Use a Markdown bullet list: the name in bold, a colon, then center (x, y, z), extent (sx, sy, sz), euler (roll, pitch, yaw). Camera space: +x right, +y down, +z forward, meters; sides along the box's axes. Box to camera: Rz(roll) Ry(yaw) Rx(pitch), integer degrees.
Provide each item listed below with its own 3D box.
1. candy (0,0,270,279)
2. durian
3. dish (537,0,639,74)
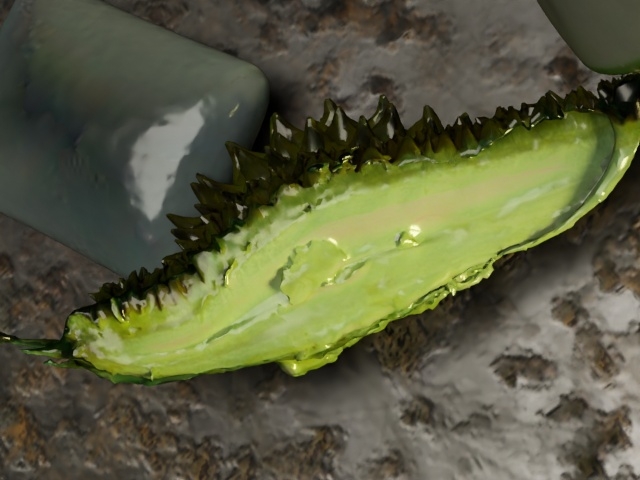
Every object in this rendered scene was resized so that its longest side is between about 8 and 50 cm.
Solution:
- **candy**: center (-0.122, -0.062, 1.009), extent (0.174, 0.071, 0.138), euler (25, 94, 24)
- **durian**: center (-0.002, -0.002, 0.916), extent (0.375, 0.106, 0.132), euler (-23, 97, 12)
- **dish**: center (0.178, -0.232, 0.755), extent (0.124, 0.324, 0.324), euler (39, 100, -11)
